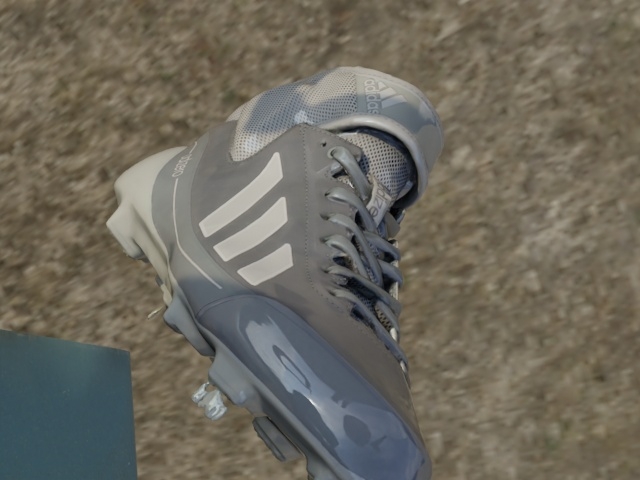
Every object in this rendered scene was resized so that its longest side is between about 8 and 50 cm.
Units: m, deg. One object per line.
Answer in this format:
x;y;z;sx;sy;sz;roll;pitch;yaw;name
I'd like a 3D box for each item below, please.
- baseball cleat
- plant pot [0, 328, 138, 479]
0.000;0.000;0.517;0.109;0.206;0.072;-39;123;-4;baseball cleat
-0.167;0.167;0.690;0.166;0.165;0.234;17;61;-64;plant pot
